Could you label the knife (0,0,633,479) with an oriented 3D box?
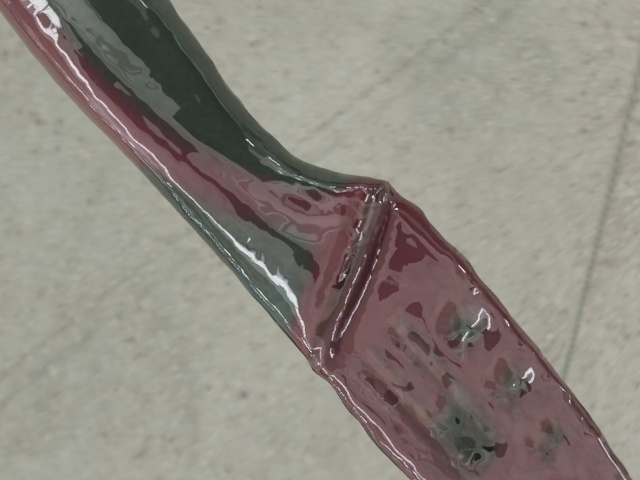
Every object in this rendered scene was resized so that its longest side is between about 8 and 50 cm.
[{"bbox_3d":[0.000,0.000,0.346,0.035,0.018,0.247,-42,78,0],"label":"knife"}]
